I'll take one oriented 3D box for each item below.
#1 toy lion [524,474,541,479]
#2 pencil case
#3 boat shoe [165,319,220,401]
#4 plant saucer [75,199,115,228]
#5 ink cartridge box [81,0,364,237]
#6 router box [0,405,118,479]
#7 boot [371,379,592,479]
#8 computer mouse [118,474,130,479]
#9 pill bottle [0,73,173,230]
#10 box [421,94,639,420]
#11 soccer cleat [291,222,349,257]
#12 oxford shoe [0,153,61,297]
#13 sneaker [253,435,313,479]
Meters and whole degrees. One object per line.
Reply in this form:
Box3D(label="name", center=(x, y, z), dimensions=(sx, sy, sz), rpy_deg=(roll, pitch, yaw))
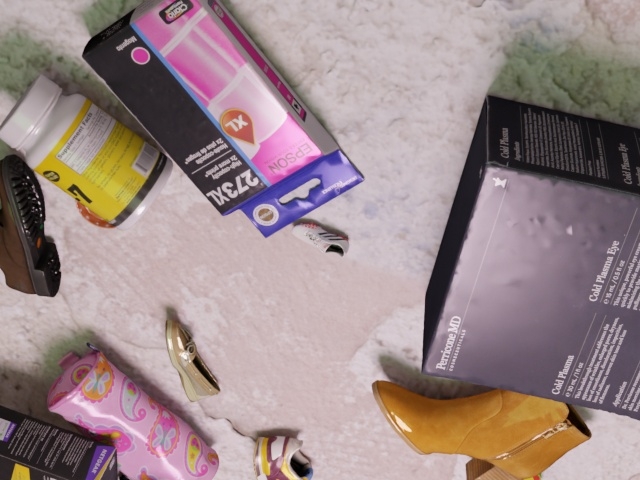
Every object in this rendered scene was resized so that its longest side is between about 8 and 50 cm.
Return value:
Box3D(label="toy lion", center=(0.300, 0.383, 2.033), dimensions=(0.100, 0.034, 0.096), rpy_deg=(-28, 110, 23))
Box3D(label="pencil case", center=(-0.284, 0.283, 1.982), dimensions=(0.124, 0.124, 0.284), rpy_deg=(-35, 113, 26))
Box3D(label="boat shoe", center=(-0.190, 0.174, 1.936), dimensions=(0.048, 0.056, 0.153), rpy_deg=(-14, 123, 4))
Box3D(label="plant saucer", center=(-0.296, -0.054, 1.817), dimensions=(0.083, 0.013, 0.083), rpy_deg=(3, 124, 5))
Box3D(label="ink cartridge box", center=(-0.120, -0.156, 1.702), dimensions=(0.176, 0.069, 0.371), rpy_deg=(-30, 118, 23))
Box3D(label="router box", center=(-0.435, 0.383, 2.014), dimensions=(0.243, 0.081, 0.309), rpy_deg=(19, 141, 7))
Box3D(label="boot", center=(0.239, 0.244, 1.913), dimensions=(0.211, 0.104, 0.295), rpy_deg=(-39, 117, 22))
Box3D(label="computer mouse", center=(-0.272, 0.408, 2.010), dimensions=(0.071, 0.242, 0.041), rpy_deg=(40, 79, -19))
Box3D(label="pill bottle", center=(-0.307, -0.116, 1.713), dimensions=(0.208, 0.119, 0.119), rpy_deg=(37, 120, -16))
Box3D(label="box", center=(0.320, 0.026, 1.699), dimensions=(0.312, 0.179, 0.343), rpy_deg=(12, 124, -3))
Box3D(label="soccer cleat", center=(0.000, 0.000, 1.805), dimensions=(0.083, 0.035, 0.029), rpy_deg=(20, 124, -7))
Box3D(label="oxford shoe", center=(-0.429, -0.016, 1.818), dimensions=(0.096, 0.083, 0.227), rpy_deg=(3, 123, 10))
Box3D(label="sneaker", center=(-0.049, 0.385, 2.049), dimensions=(0.084, 0.069, 0.185), rpy_deg=(-3, 124, 15))
